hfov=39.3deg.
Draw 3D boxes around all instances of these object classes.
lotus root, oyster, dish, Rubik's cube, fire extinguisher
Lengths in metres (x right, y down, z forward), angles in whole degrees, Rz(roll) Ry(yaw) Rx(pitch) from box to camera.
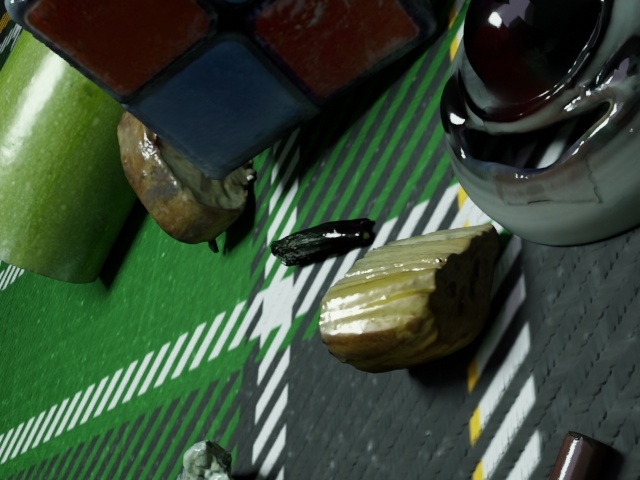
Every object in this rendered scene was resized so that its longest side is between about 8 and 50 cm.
[{"bbox_3d":[0.078,0.052,0.725,0.135,0.095,0.159,-16,18,44],"label":"lotus root"},{"bbox_3d":[-0.143,0.315,0.901,0.252,0.087,0.199,-33,44,58],"label":"oyster"},{"bbox_3d":[0.168,-0.144,0.665,0.273,0.133,0.274,-33,47,43],"label":"dish"},{"bbox_3d":[-0.164,-0.119,1.107,0.074,0.170,0.261,-40,46,40],"label":"lotus root"},{"bbox_3d":[-0.108,-0.313,0.938,0.318,0.313,0.316,-33,45,18],"label":"Rubik's cube"},{"bbox_3d":[0.149,0.211,0.573,0.048,0.035,0.173,21,87,19],"label":"fire extinguisher"}]

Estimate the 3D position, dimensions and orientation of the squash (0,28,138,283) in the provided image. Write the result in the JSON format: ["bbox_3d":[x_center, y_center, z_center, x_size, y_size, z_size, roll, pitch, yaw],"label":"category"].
[{"bbox_3d":[-0.367,-0.163,1.327,0.385,0.263,0.263,-61,33,8],"label":"squash"}]

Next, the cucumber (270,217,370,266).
[{"bbox_3d":[-0.001,-0.001,0.911,0.134,0.034,0.033,-21,49,48],"label":"cucumber"}]
